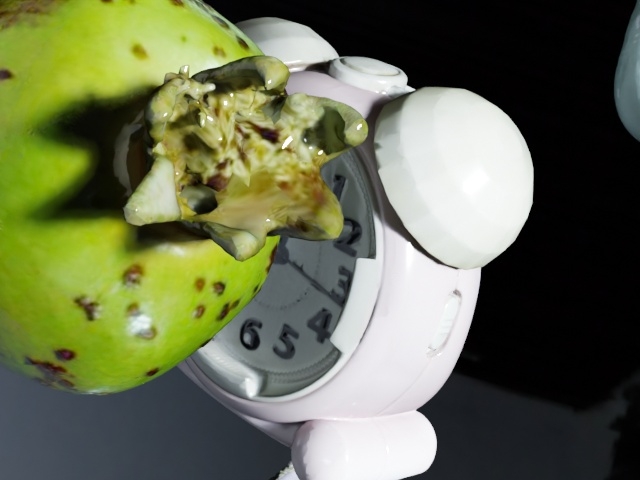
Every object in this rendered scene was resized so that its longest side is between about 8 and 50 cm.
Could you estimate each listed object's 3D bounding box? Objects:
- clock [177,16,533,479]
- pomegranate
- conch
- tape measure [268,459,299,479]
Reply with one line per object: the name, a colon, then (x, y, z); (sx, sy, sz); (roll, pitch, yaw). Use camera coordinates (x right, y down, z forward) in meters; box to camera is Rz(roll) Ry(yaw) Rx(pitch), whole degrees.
clock: (0.000, 0.000, 1.005); (0.184, 0.342, 0.326); (-10, 119, -51)
pomegranate: (-0.109, -0.018, 0.617); (0.286, 0.231, 0.231); (47, -57, 60)
conch: (0.445, -0.212, 1.437); (0.121, 0.185, 0.221); (30, -50, 55)
tape measure: (-0.019, 0.327, 1.104); (0.178, 0.196, 0.105); (-45, 169, 18)
